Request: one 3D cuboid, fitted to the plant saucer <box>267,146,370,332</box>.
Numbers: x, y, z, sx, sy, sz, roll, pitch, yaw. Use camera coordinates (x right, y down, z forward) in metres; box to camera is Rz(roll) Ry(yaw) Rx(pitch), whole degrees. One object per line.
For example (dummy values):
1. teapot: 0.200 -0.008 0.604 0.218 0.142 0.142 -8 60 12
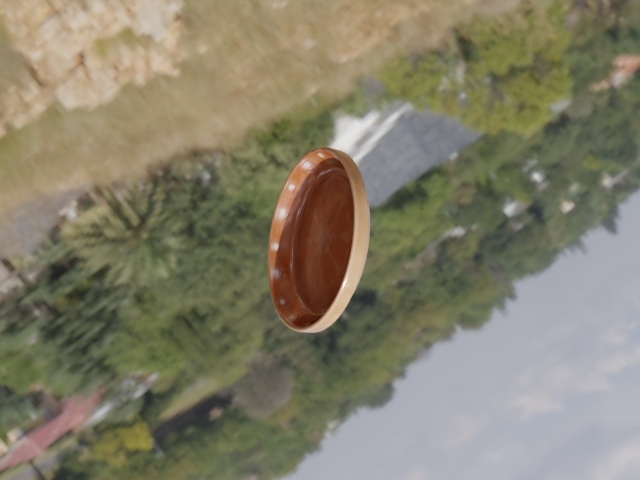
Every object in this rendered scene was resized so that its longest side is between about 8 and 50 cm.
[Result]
1. plant saucer: 0.000 0.000 0.582 0.013 0.083 0.083 9 146 -28
